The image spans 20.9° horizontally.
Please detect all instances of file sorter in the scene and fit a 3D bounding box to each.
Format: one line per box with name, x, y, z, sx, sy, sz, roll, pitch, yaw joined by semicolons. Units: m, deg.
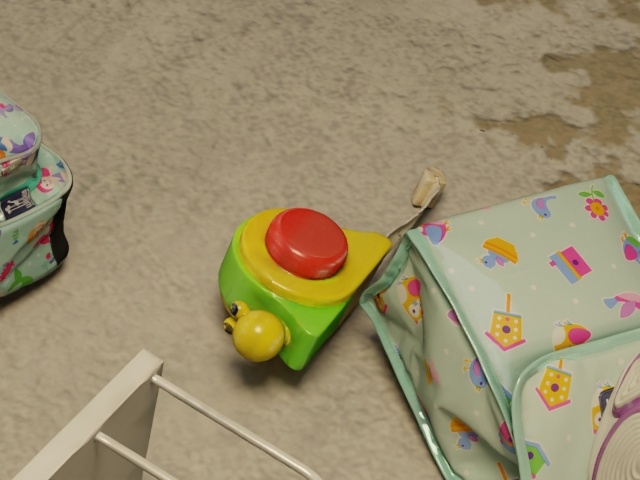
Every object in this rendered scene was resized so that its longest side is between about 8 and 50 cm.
file sorter;-0.141;0.253;1.142;0.173;0.193;0.278;30;47;16

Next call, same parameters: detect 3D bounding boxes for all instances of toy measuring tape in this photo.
toy measuring tape;0.000;0.000;1.490;0.121;0.121;0.330;24;37;14

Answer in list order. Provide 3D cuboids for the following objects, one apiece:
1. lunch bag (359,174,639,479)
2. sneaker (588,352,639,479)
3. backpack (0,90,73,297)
lunch bag;0.191;0.101;1.386;0.223;0.160;0.262;-14;63;-28
sneaker;0.290;0.226;1.268;0.152;0.114;0.305;1;70;-36
backpack;-0.351;-0.035;1.411;0.253;0.191;0.225;-34;59;-30
